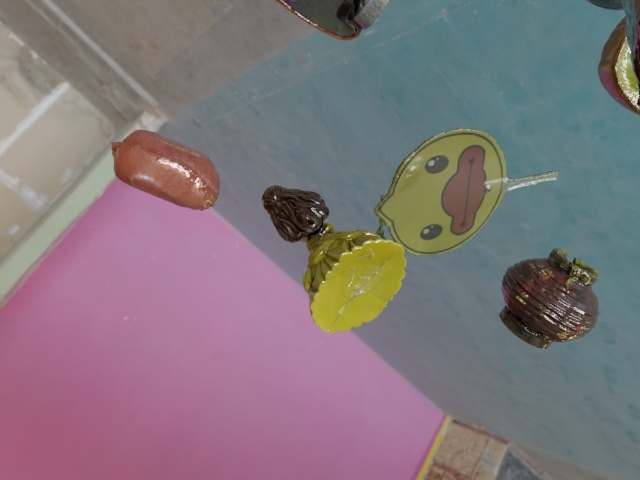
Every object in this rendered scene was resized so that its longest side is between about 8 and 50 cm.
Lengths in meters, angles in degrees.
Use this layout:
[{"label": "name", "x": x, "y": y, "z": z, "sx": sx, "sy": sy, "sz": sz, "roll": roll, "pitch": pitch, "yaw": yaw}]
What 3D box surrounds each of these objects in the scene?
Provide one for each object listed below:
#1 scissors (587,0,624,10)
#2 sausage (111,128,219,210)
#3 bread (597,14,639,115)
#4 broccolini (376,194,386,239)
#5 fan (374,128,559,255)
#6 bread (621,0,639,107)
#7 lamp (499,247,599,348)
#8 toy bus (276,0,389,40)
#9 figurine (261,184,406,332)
[{"label": "scissors", "x": 0.180, "y": -0.328, "z": 0.563, "sx": 0.192, "sy": 0.029, "sz": 0.447, "roll": 58, "pitch": 174, "yaw": -25}, {"label": "sausage", "x": -0.349, "y": -0.163, "z": 1.192, "sx": 0.255, "sy": 0.148, "sz": 0.148, "roll": 18, "pitch": 163, "yaw": -12}, {"label": "bread", "x": 0.655, "y": -0.343, "z": 0.983, "sx": 0.236, "sy": 0.236, "sz": 0.070, "roll": 39, "pitch": -165, "yaw": -10}, {"label": "broccolini", "x": 0.197, "y": -0.059, "z": 1.723, "sx": 0.042, "sy": 0.044, "sz": 0.218, "roll": 0, "pitch": 135, "yaw": 6}, {"label": "fan", "x": 0.246, "y": -0.081, "z": 0.856, "sx": 0.011, "sy": 0.335, "sz": 0.229, "roll": -120, "pitch": 21, "yaw": -53}, {"label": "bread", "x": 0.252, "y": -0.103, "z": 0.253, "sx": 0.230, "sy": 0.123, "sz": 0.230, "roll": 38, "pitch": -171, "yaw": -7}, {"label": "lamp", "x": 0.558, "y": 0.137, "z": 1.272, "sx": 0.247, "sy": 0.247, "sz": 0.247, "roll": 31, "pitch": 160, "yaw": 13}, {"label": "toy bus", "x": 0.068, "y": -0.328, "z": 0.398, "sx": 0.143, "sy": 0.153, "sz": 0.329, "roll": 31, "pitch": 130, "yaw": -16}, {"label": "figurine", "x": 0.003, "y": 0.001, "z": 0.989, "sx": 0.168, "sy": 0.187, "sz": 0.315, "roll": 3, "pitch": -151, "yaw": -30}]
